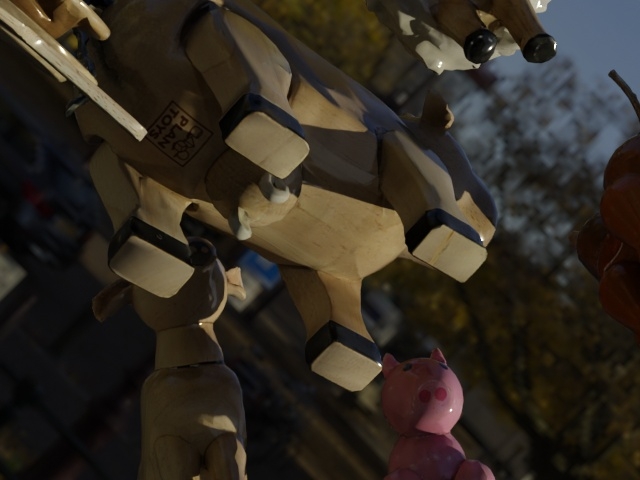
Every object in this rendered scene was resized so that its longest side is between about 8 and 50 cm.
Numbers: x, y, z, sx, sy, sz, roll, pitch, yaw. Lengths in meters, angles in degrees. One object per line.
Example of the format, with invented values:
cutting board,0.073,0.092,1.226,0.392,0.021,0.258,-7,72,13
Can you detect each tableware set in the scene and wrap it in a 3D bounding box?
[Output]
tableware set,-0.128,-0.114,0.510,0.194,0.039,0.128,43,-6,-41

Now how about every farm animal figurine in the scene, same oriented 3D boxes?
farm animal figurine,0.000,0.000,0.747,0.327,0.330,0.172,49,13,-37
